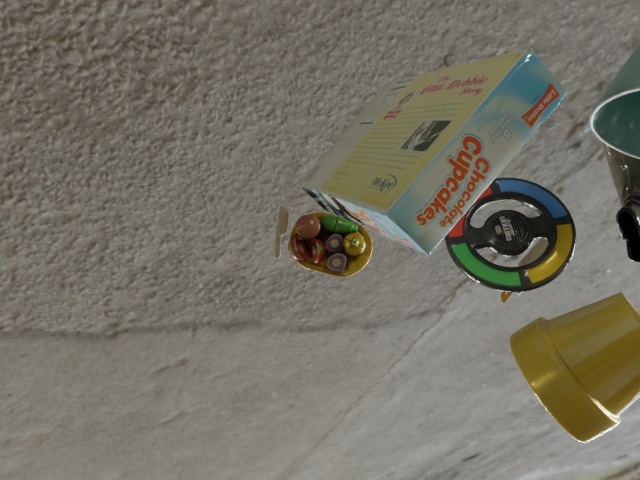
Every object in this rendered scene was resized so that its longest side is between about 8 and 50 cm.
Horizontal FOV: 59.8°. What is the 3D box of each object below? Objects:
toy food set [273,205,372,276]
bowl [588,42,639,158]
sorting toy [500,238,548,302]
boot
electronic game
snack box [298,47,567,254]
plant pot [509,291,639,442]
[{"bbox_3d":[0.000,0.000,1.162,0.218,0.128,0.071,13,174,7],"label":"toy food set"},{"bbox_3d":[0.601,-0.238,0.858,0.312,0.312,0.163,24,82,-45],"label":"bowl"},{"bbox_3d":[0.678,0.067,1.721,0.047,0.196,0.347,31,128,2],"label":"sorting toy"},{"bbox_3d":[0.589,-0.092,1.046,0.083,0.161,0.246,-14,115,45],"label":"boot"},{"bbox_3d":[0.343,-0.015,1.014,0.229,0.229,0.048,-20,153,0],"label":"electronic game"},{"bbox_3d":[0.090,-0.100,0.609,0.060,0.322,0.187,41,88,-18],"label":"snack box"},{"bbox_3d":[0.562,0.238,1.134,0.239,0.254,0.254,-41,140,21],"label":"plant pot"}]
